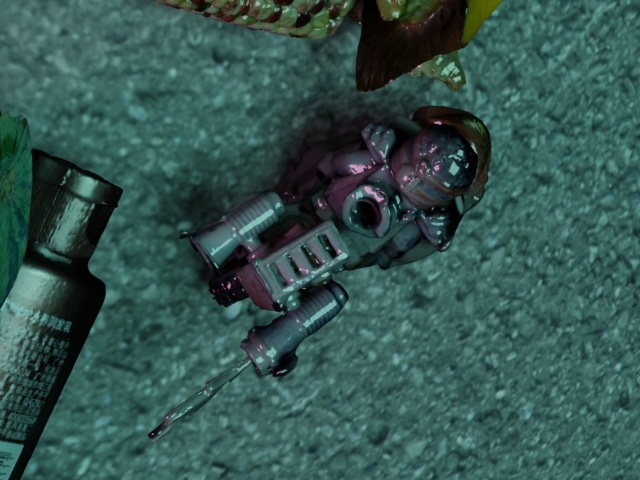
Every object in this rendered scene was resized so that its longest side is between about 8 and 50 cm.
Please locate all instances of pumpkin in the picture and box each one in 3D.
[{"bbox_3d":[0.096,-0.247,0.961,0.126,0.131,0.248,52,56,-30],"label":"pumpkin"}]

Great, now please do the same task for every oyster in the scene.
[{"bbox_3d":[0.072,-0.201,1.048,0.121,0.045,0.146,-6,113,-22],"label":"oyster"}]

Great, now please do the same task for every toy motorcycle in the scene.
[{"bbox_3d":[0.000,0.000,0.964,0.401,0.207,0.134,-34,98,-19],"label":"toy motorcycle"}]

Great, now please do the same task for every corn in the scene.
[{"bbox_3d":[-0.088,-0.211,0.873,0.280,0.092,0.092,8,103,-38],"label":"corn"}]

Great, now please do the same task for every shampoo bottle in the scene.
[{"bbox_3d":[-0.246,0.092,0.880,0.129,0.084,0.323,23,92,-34],"label":"shampoo bottle"}]

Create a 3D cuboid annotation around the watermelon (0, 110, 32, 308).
[{"bbox_3d":[-0.269,0.026,0.778,0.231,0.128,0.146,-27,117,-10],"label":"watermelon"}]
